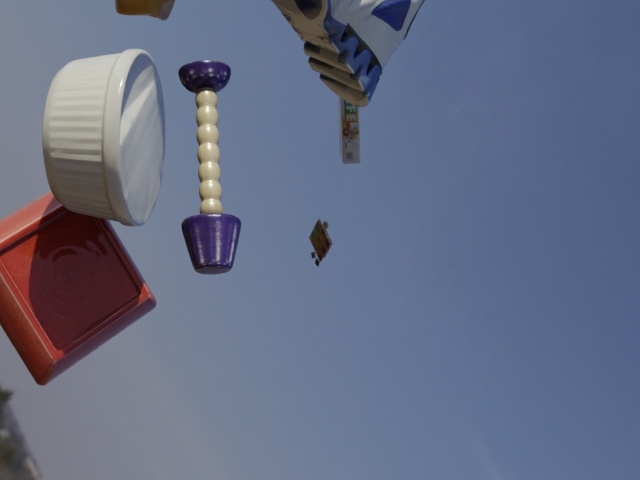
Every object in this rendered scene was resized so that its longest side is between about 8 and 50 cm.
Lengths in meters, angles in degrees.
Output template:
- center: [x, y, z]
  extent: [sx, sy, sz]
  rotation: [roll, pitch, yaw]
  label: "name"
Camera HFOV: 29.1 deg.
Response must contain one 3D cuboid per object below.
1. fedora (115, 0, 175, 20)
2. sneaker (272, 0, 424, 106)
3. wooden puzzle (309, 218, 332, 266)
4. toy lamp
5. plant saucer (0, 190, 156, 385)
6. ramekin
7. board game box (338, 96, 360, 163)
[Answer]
- center: [-0.305, -0.427, 2.145]
  extent: [0.194, 0.194, 0.079]
  rotation: [20, -76, 62]
  label: "fedora"
- center: [0.040, -0.341, 1.630]
  extent: [0.127, 0.182, 0.315]
  rotation: [28, -19, 33]
  label: "sneaker"
- center: [0.000, 0.000, 1.942]
  extent: [0.049, 0.006, 0.083]
  rotation: [66, -32, 29]
  label: "wooden puzzle"
- center: [-0.146, -0.093, 1.592]
  extent: [0.080, 0.080, 0.275]
  rotation: [132, -46, -68]
  label: "toy lamp"
- center: [-0.408, 0.058, 1.978]
  extent: [0.047, 0.258, 0.259]
  rotation: [-15, -73, 53]
  label: "plant saucer"
- center: [-0.333, -0.160, 1.898]
  extent: [0.273, 0.127, 0.273]
  rotation: [3, 90, -83]
  label: "ramekin"
- center: [0.042, -0.199, 1.850]
  extent: [0.103, 0.026, 0.154]
  rotation: [-100, -172, -77]
  label: "board game box"
